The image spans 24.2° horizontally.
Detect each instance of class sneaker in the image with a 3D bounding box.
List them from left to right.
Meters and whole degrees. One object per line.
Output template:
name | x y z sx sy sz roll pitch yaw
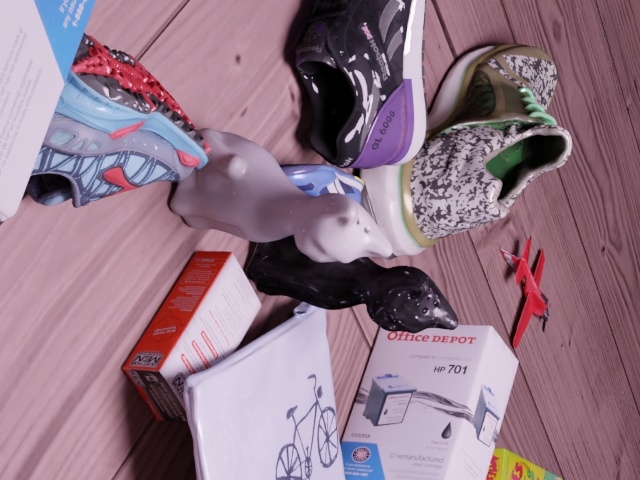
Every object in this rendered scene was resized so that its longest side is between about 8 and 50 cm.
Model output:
sneaker | -0.179 -0.083 1.157 0.104 0.125 0.262 52 8 17
sneaker | -0.003 -0.042 1.449 0.144 0.053 0.059 17 79 -55
sneaker | 0.032 -0.211 1.451 0.124 0.107 0.283 -8 92 -47
sneaker | 0.208 -0.101 1.653 0.410 0.182 0.158 -46 128 -47

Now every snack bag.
snack bag | -0.045 0.245 1.354 0.323 0.037 0.343 -29 114 -66

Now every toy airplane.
toy airplane | 0.265 0.056 1.888 0.151 0.028 0.151 1 89 -58

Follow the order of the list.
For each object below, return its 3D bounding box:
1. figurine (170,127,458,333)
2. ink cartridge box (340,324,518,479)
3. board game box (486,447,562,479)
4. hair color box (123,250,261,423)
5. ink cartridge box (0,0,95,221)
figurine | 0.000 0.000 1.296 0.092 0.209 0.215 -59 139 -12
ink cartridge box | 0.109 0.185 1.548 0.082 0.139 0.191 48 51 -44
board game box | 0.242 0.320 1.841 0.181 0.043 0.092 33 61 -53
hair color box | -0.109 0.082 1.296 0.141 0.043 0.072 -60 138 -38
ink cartridge box | -0.294 -0.180 0.924 0.307 0.129 0.223 44 55 -48
